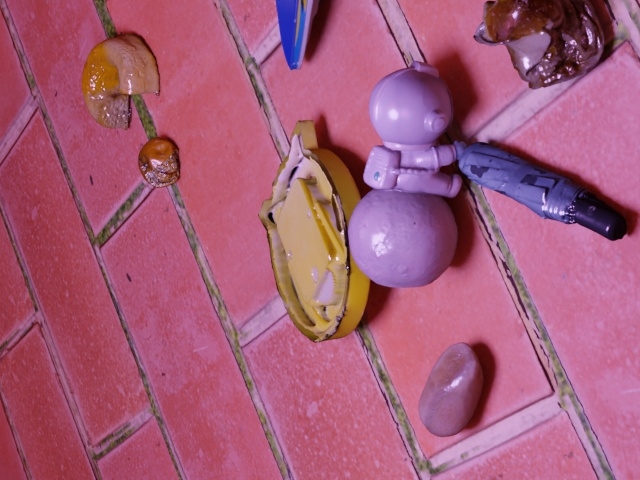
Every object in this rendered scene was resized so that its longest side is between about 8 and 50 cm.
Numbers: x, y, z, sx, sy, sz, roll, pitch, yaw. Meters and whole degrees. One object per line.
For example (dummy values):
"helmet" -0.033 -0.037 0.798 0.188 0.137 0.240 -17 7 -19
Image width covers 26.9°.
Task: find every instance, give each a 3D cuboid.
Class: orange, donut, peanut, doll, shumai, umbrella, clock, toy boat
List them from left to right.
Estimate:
"donut" -0.356 -0.281 2.326 0.181 0.078 0.146 -37 73 50
"orange" -0.279 -0.132 2.278 0.086 0.062 0.086 18 113 52
"toy boat" -0.023 -0.367 1.846 0.129 0.088 0.295 -94 9 -55
"clock" 0.004 0.001 1.932 0.277 0.071 0.294 122 137 -54
"doll" 0.109 -0.086 1.706 0.151 0.151 0.287 24 119 47
"peanut" 0.174 0.198 1.767 0.076 0.076 0.152 45 135 36
"shumai" 0.235 -0.236 1.519 0.145 0.116 0.146 23 119 48
"umbrella" 0.259 -0.060 1.590 0.250 0.053 0.052 33 125 46
